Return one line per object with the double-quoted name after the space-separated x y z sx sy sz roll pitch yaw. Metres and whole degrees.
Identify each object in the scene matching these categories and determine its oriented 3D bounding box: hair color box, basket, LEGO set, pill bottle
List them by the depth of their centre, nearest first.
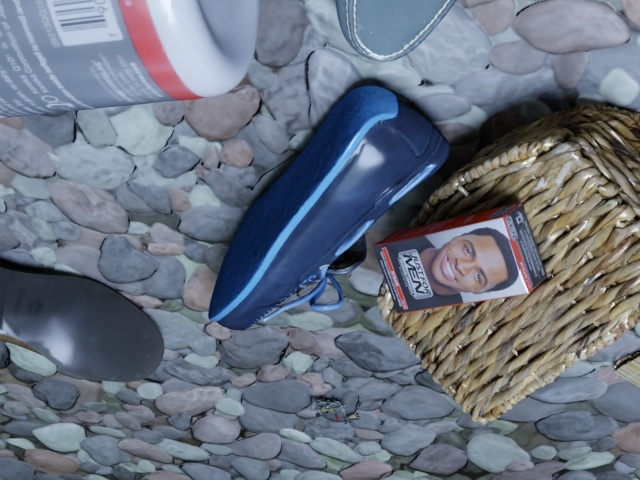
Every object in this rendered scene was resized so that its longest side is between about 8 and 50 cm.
-0.243 -0.196 0.684 0.362 0.210 0.210 -3 138 13 "pill bottle"
0.122 0.018 0.825 0.141 0.043 0.072 -15 100 41 "hair color box"
0.222 -0.002 0.918 0.213 0.223 0.299 48 133 7 "basket"
0.018 0.229 1.268 0.054 0.023 0.083 -13 148 25 "LEGO set"

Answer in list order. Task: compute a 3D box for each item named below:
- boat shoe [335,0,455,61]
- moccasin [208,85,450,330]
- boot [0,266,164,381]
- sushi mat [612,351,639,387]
0.082 -0.242 0.664 0.116 0.099 0.319 17 138 -10 "boat shoe"
0.000 0.000 0.924 0.116 0.138 0.342 23 138 -23 "moccasin"
-0.340 0.093 1.133 0.305 0.112 0.115 22 167 -22 "boot"
0.521 0.191 1.144 0.316 0.019 0.151 31 135 -24 "sushi mat"
